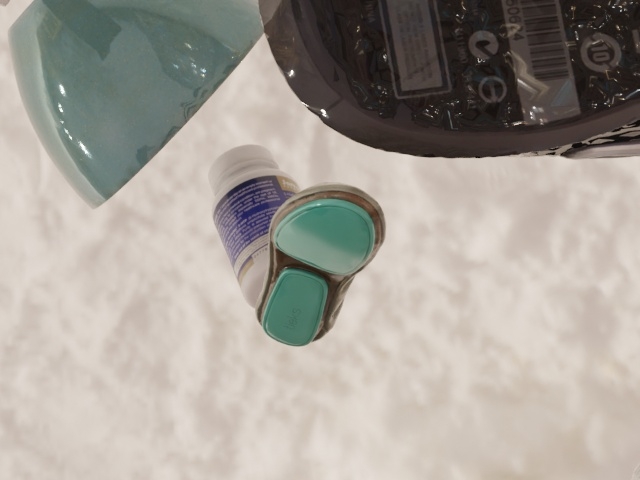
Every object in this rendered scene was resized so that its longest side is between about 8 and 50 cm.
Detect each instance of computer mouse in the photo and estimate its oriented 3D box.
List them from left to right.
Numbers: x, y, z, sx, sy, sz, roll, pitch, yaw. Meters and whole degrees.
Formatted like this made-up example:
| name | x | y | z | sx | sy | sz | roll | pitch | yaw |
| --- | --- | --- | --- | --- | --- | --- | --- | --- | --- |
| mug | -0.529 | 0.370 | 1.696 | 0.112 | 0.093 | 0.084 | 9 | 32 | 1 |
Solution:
| name | x | y | z | sx | sy | sz | roll | pitch | yaw |
| --- | --- | --- | --- | --- | --- | --- | --- | --- | --- |
| computer mouse | 0.121 | -0.037 | 0.459 | 0.262 | 0.184 | 0.060 | -13 | 170 | -8 |

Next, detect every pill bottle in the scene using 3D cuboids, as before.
| name | x | y | z | sx | sy | sz | roll | pitch | yaw |
| --- | --- | --- | --- | --- | --- | --- | --- | --- | --- |
| pill bottle | -0.065 | -0.018 | 1.950 | 0.112 | 0.187 | 0.112 | -16 | 144 | -12 |

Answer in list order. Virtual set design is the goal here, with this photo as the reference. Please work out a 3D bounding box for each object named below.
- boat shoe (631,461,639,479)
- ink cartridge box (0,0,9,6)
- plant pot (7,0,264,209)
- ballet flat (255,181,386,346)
| name | x | y | z | sx | sy | sz | roll | pitch | yaw |
| --- | --- | --- | --- | --- | --- | --- | --- | --- | --- |
| boat shoe | 0.337 | 0.166 | 1.082 | 0.367 | 0.136 | 0.156 | 5 | 109 | -28 |
| ink cartridge box | -0.403 | -0.340 | 1.502 | 0.278 | 0.201 | 0.117 | 21 | 104 | -50 |
| plant pot | -0.218 | -0.204 | 1.787 | 0.195 | 0.290 | 0.290 | 43 | 111 | -11 |
| ballet flat | 0.000 | 0.000 | 1.131 | 0.072 | 0.068 | 0.213 | 22 | 148 | -2 |
